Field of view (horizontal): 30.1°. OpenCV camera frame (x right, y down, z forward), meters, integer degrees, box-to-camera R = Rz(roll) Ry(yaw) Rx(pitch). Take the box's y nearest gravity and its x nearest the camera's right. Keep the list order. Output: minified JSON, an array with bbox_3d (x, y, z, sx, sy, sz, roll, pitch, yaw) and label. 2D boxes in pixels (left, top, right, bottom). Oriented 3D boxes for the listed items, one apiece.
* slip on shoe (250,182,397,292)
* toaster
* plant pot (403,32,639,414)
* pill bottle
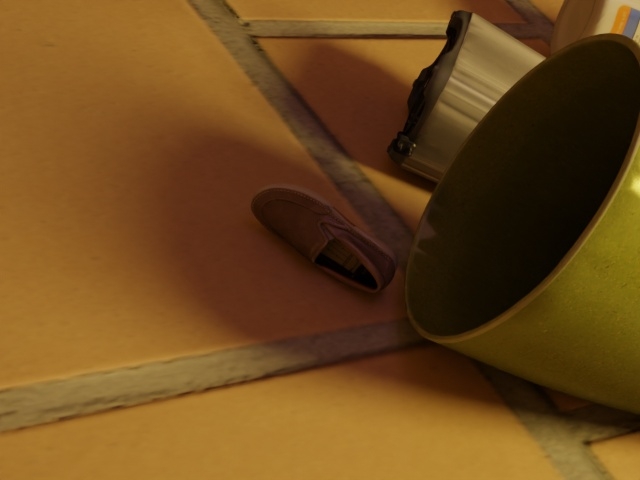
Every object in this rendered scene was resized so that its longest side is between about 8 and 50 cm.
[{"bbox_3d":[0.000,0.000,0.987,0.135,0.051,0.041,34,33,-1],"label":"slip on shoe"},{"bbox_3d":[0.161,-0.122,1.171,0.146,0.129,0.227,27,34,-2],"label":"toaster"},{"bbox_3d":[0.267,0.029,0.958,0.293,0.275,0.274,32,33,-18],"label":"plant pot"},{"bbox_3d":[0.432,-0.228,1.449,0.272,0.152,0.152,18,36,-11],"label":"pill bottle"}]
